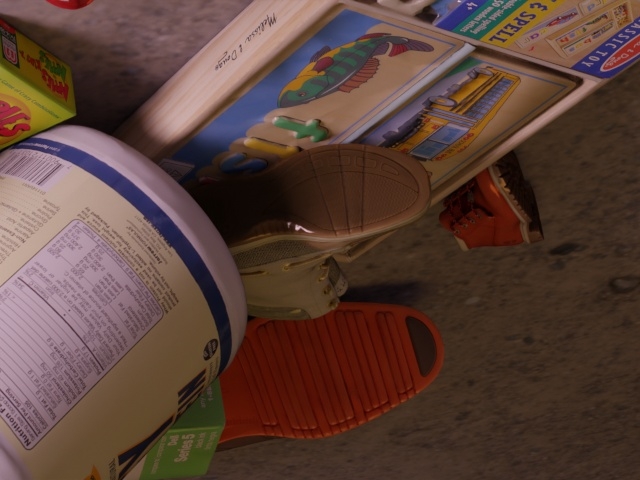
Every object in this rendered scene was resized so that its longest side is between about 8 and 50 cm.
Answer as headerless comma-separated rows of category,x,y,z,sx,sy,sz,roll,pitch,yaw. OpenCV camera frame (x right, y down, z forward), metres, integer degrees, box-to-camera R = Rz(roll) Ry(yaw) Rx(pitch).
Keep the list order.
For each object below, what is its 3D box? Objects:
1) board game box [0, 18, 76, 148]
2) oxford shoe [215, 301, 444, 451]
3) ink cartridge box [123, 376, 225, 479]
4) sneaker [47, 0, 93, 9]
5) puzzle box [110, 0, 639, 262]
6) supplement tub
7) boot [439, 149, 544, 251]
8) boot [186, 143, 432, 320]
board game box,-0.275,-0.090,1.263,0.181,0.043,0.092,-22,152,21
oxford shoe,-0.055,0.137,1.751,0.363,0.130,0.133,-14,177,7
ink cartridge box,-0.232,0.096,1.474,0.273,0.198,0.115,-3,153,-16
sneaker,-0.104,-0.200,1.091,0.221,0.087,0.128,5,160,-4
puzzle box,0.042,-0.110,1.336,0.272,0.052,0.409,10,147,-37
supplement tub,-0.231,0.097,1.262,0.325,0.235,0.235,-47,172,-32
boot,0.139,-0.030,1.529,0.084,0.059,0.158,-11,155,11
boot,0.000,0.000,1.394,0.213,0.077,0.165,-12,154,15
